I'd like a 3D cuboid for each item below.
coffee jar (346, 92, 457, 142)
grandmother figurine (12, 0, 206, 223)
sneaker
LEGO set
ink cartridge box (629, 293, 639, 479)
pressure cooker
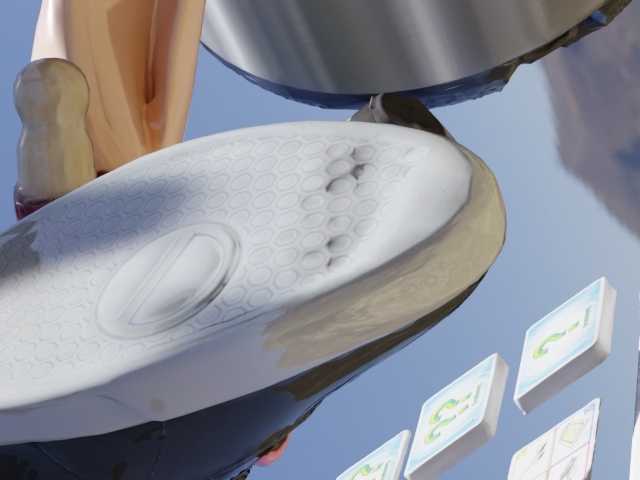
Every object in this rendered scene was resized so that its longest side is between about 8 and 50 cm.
[{"bbox_3d":[0.000,0.000,1.058,0.079,0.184,0.096,46,-167,-8],"label":"coffee jar"},{"bbox_3d":[-0.086,-0.014,0.767,0.208,0.104,0.342,50,-145,-70],"label":"grandmother figurine"},{"bbox_3d":[-0.056,0.074,0.552,0.147,0.295,0.104,54,-156,-27],"label":"sneaker"},{"bbox_3d":[0.038,0.105,0.824,0.060,0.182,0.244,48,-156,-10],"label":"LEGO set"},{"bbox_3d":[0.212,0.084,0.871,0.181,0.056,0.225,8,-92,-45],"label":"ink cartridge box"},{"bbox_3d":[0.019,-0.331,1.119,0.420,0.375,0.370,62,-174,-51],"label":"pressure cooker"}]
